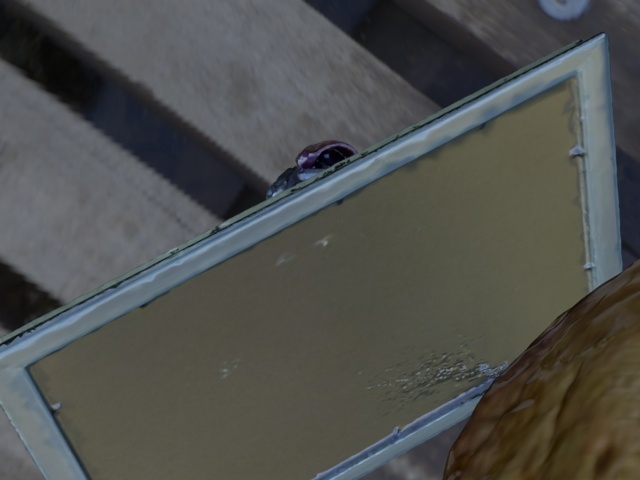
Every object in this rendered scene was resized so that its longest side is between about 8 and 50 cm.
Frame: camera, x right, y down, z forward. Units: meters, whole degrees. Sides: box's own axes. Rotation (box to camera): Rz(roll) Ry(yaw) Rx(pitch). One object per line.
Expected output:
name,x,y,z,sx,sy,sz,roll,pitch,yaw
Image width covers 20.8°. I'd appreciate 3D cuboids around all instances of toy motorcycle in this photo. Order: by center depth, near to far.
toy motorcycle,0.001,0.000,1.450,0.082,0.213,0.122,17,129,-25

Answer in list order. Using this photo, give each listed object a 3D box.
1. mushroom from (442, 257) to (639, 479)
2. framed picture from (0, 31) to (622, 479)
mushroom,0.156,0.134,0.334,0.233,0.208,0.302,-21,103,9
framed picture,0.008,0.042,0.795,0.296,0.019,0.232,-28,143,-10
